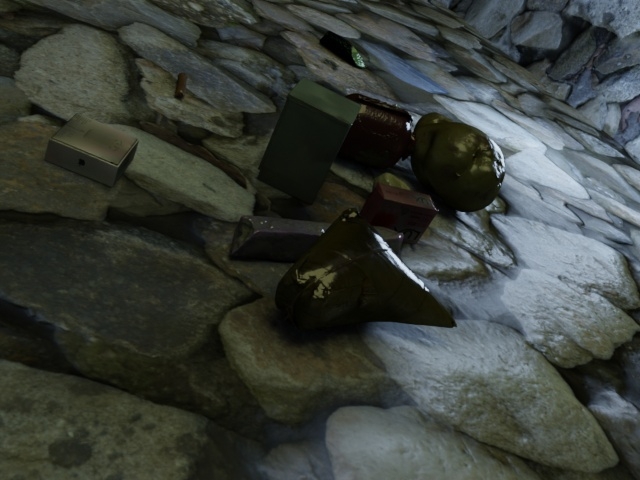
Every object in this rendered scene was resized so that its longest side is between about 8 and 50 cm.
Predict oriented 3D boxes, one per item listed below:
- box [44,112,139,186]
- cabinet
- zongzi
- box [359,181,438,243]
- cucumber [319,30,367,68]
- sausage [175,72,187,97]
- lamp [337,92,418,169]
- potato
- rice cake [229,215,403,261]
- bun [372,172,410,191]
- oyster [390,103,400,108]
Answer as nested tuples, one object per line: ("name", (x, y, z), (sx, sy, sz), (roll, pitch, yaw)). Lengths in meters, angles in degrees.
("box", (-0.421, -0.170, 1.358), (0.129, 0.051, 0.130), (23, 30, -8))
("cabinet", (-0.029, -0.218, 1.595), (0.150, 0.206, 0.145), (26, 29, -1))
("zongzi", (0.091, 0.112, 1.246), (0.300, 0.145, 0.274), (40, 35, 2))
("box", (0.166, -0.056, 1.594), (0.156, 0.111, 0.060), (10, 40, -25))
("cucumber", (0.078, -0.680, 2.592), (0.220, 0.070, 0.046), (37, 60, 21))
("sausage", (-0.341, -0.379, 1.790), (0.026, 0.026, 0.116), (17, 31, -17))
("lamp", (0.121, -0.281, 1.853), (0.258, 0.180, 0.180), (16, 30, -21))
("potato", (0.343, -0.216, 1.909), (0.218, 0.202, 0.351), (25, 19, -29))
("rice cake", (0.000, 0.000, 1.409), (0.399, 0.070, 0.064), (4, 32, -37))
("bun", (0.165, -0.100, 1.709), (0.115, 0.069, 0.115), (33, 36, -27))
("oyster", (0.199, -0.362, 2.175), (0.125, 0.064, 0.177), (20, 31, -20))
